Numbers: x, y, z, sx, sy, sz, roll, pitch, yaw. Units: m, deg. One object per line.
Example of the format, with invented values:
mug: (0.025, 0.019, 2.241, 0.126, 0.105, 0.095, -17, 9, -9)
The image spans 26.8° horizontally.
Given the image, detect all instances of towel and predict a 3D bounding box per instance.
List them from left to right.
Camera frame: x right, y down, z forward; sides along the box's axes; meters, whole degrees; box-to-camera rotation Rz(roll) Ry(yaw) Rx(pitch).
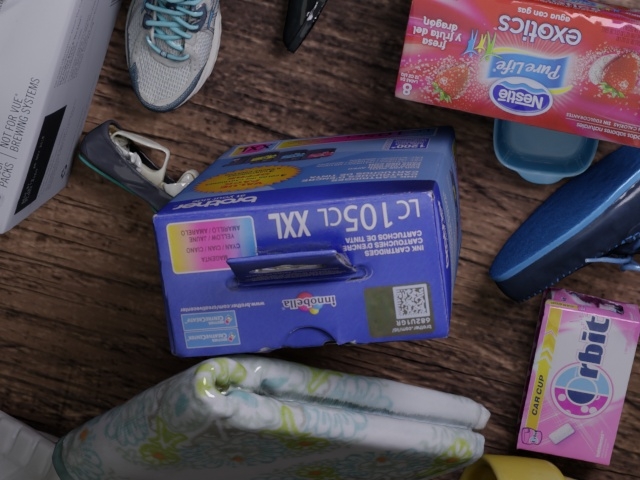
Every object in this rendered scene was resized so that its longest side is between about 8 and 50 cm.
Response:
towel: (-0.051, 0.215, 1.435, 0.374, 0.090, 0.320, 14, 149, -33)

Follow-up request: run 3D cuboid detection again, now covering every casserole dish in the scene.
casserole dish: (0.248, -0.156, 1.448, 0.114, 0.037, 0.188, 7, 109, 6)

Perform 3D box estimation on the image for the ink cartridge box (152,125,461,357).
ink cartridge box: (0.000, 0.000, 1.342, 0.270, 0.395, 0.151, -5, 106, 10)

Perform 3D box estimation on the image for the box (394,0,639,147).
box: (0.213, -0.187, 1.356, 0.256, 0.128, 0.123, 12, 108, 5)

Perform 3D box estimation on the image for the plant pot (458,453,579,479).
plant pot: (0.285, 0.373, 1.510, 0.239, 0.254, 0.254, 5, 108, -10)

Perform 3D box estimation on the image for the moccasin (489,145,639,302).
moccasin: (0.340, -0.029, 1.421, 0.342, 0.138, 0.117, -36, 108, 17)

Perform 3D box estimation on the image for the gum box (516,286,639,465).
gum box: (0.291, 0.149, 1.520, 0.107, 0.062, 0.188, 10, 108, 5)

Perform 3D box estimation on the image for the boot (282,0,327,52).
boot: (-0.039, -0.276, 1.449, 0.099, 0.045, 0.121, 29, 102, -4)

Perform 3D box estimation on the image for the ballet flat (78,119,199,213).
ballet flat: (-0.180, -0.065, 1.523, 0.203, 0.074, 0.074, 38, 108, -2)

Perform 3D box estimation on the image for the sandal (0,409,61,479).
sandal: (-0.338, 0.317, 1.654, 0.416, 0.102, 0.169, 40, 94, 8)

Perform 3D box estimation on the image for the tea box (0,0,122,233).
tea box: (-0.401, -0.233, 1.424, 0.323, 0.220, 0.329, 22, 108, 0)

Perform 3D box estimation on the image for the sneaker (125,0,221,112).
sneaker: (-0.155, -0.268, 1.427, 0.110, 0.122, 0.283, 18, 109, 3)
